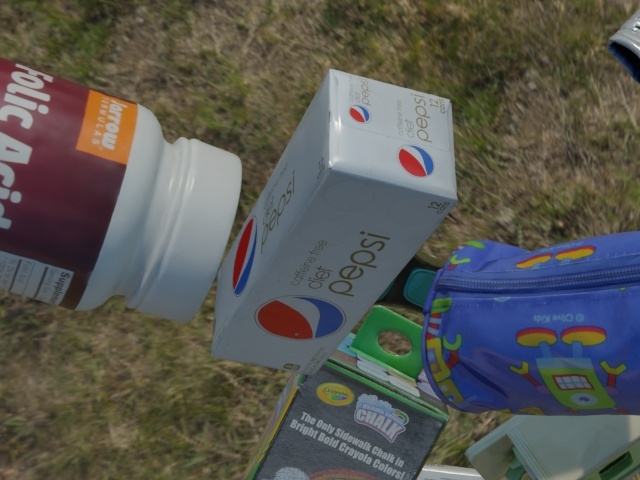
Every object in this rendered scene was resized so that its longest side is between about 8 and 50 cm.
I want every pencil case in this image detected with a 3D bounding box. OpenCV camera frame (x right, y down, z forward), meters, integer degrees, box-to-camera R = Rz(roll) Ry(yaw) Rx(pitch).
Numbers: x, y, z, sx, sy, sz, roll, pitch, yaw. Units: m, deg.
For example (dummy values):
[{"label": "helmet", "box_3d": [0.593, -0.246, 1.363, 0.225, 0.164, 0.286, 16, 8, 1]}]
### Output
[{"label": "pencil case", "box_3d": [0.199, 0.043, 0.624, 0.306, 0.133, 0.119, -9, 48, 44]}]

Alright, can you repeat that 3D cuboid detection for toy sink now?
[{"label": "toy sink", "box_3d": [0.342, 0.298, 1.461, 0.234, 0.153, 0.131, -34, 56, 2]}]

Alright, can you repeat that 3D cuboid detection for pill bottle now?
[{"label": "pill bottle", "box_3d": [-0.293, -0.058, 1.059, 0.392, 0.224, 0.224, 18, 91, -17]}]

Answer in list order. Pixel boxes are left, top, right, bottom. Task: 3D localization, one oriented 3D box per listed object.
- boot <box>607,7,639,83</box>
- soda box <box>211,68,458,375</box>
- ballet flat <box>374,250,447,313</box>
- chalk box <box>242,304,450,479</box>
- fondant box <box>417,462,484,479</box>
[{"label": "boot", "box_3d": [0.610, -0.283, 1.804, 0.123, 0.095, 0.258, -41, 74, -20]}, {"label": "soda box", "box_3d": [0.000, 0.000, 0.616, 0.073, 0.216, 0.069, 12, 54, -16]}, {"label": "ballet flat", "box_3d": [0.069, 0.032, 1.115, 0.073, 0.232, 0.080, 34, 97, 52]}, {"label": "chalk box", "box_3d": [0.030, 0.161, 0.951, 0.132, 0.132, 0.213, 27, 98, -2]}, {"label": "fondant box", "box_3d": [0.127, 0.518, 1.671, 0.238, 0.096, 0.331, 6, 83, 5]}]
